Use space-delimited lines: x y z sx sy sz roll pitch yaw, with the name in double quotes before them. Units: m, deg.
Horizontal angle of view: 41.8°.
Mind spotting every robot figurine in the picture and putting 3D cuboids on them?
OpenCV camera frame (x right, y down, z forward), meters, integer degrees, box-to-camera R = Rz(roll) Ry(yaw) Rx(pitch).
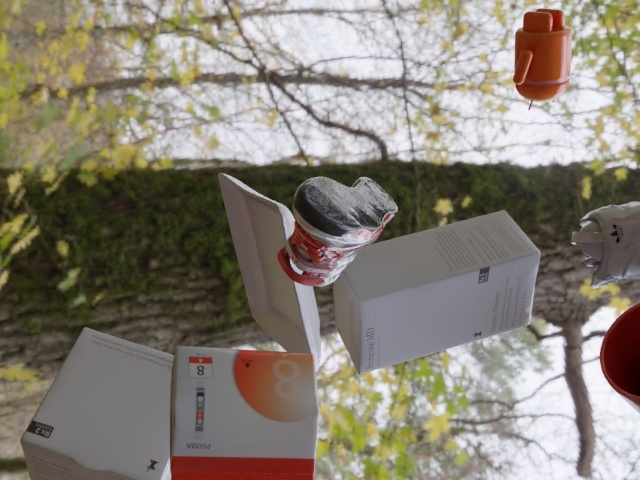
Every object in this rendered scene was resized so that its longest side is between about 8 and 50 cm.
"robot figurine" 0.500 -0.408 1.893 0.158 0.128 0.219 -65 152 -62

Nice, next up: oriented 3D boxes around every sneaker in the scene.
"sneaker" 0.561 0.005 1.403 0.210 0.366 0.137 -13 -107 31
"sneaker" 0.001 0.001 1.007 0.090 0.145 0.270 46 18 8

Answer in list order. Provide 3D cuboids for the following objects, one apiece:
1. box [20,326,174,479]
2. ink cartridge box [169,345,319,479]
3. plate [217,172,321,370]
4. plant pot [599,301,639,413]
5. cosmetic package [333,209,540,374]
"box" -0.261 0.238 1.089 0.119 0.181 0.182 105 4 -50
"ink cartridge box" -0.073 0.189 0.808 0.045 0.145 0.179 111 -21 -46
"plate" -0.074 0.041 1.331 0.278 0.045 0.277 31 -44 61
"plant pot" 0.746 0.285 1.716 0.243 0.275 0.275 50 -5 -29
"cosmetic package" 0.225 0.102 1.679 0.156 0.385 0.217 -121 -161 -46
